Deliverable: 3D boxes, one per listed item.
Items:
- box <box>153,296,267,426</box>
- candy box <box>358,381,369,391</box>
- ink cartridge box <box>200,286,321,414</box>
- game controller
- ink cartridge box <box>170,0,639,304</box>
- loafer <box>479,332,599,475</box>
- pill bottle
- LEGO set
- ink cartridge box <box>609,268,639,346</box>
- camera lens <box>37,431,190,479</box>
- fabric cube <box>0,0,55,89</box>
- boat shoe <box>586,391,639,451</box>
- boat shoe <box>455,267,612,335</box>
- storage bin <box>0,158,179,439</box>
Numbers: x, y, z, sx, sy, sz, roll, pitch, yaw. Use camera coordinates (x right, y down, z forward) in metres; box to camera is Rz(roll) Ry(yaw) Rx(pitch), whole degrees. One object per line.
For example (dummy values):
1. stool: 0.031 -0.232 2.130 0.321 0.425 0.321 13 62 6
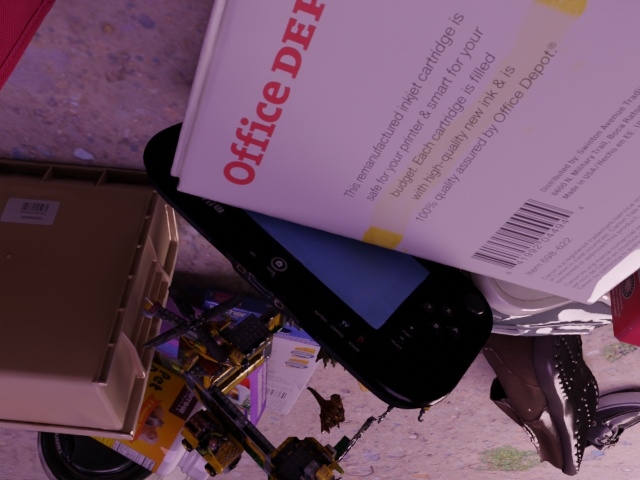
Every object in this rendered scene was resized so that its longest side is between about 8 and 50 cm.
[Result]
1. box: -0.214 0.151 0.881 0.293 0.057 0.201 21 142 10
2. candy box: 0.096 0.162 0.940 0.109 0.053 0.187 -5 140 14
3. ink cartridge box: -0.100 0.165 0.957 0.185 0.065 0.311 14 144 -8
4. game controller: 0.000 0.000 0.542 0.319 0.166 0.067 41 123 11
5. ink cartridge box: 0.113 -0.125 0.471 0.384 0.161 0.279 15 141 -14
6. loafer: 0.327 0.219 0.952 0.130 0.134 0.366 8 139 36
7. pill bottle: -0.222 0.220 0.819 0.214 0.117 0.117 30 139 -3
8. LEGO set: 0.007 0.094 0.650 0.331 0.255 0.192 -30 153 -27
9. ink cartridge box: 0.356 -0.028 0.555 0.100 0.172 0.237 15 142 -1
10. camera lens: -0.317 0.330 1.051 0.219 0.220 0.274 5 151 0
11. fabric cube: -0.285 -0.231 0.296 0.253 0.259 0.258 3 143 5
12. boat shoe: 0.469 0.326 1.093 0.080 0.076 0.228 29 137 -29
13. boat shoe: 0.257 0.046 0.684 0.319 0.116 0.099 1 154 -32
14. storage bin: -0.305 0.048 0.662 0.262 0.261 0.123 5 144 0
